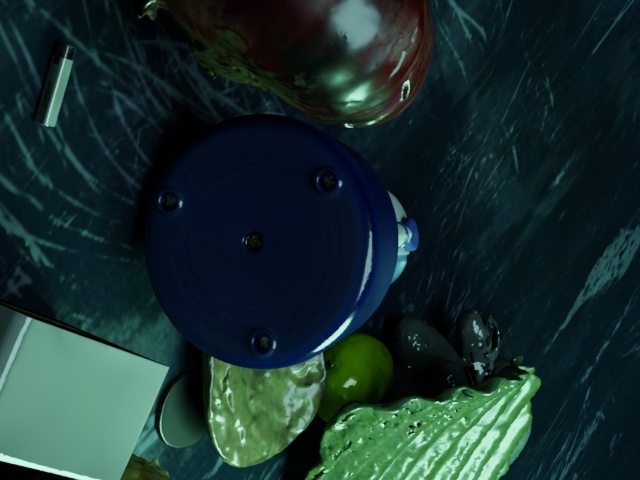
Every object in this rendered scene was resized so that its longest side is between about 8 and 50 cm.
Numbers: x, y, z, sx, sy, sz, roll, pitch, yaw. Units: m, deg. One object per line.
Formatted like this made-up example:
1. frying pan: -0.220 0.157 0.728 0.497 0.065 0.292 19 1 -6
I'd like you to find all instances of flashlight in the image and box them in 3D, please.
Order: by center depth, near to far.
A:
1. flashlight: -0.260 -0.153 1.775 0.018 0.018 0.083 12 95 -57

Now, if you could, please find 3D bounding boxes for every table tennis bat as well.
1. table tennis bat: -0.139 0.195 2.132 0.158 0.014 0.095 -5 107 -54

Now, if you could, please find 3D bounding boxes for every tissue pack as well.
1. tissue pack: -0.290 0.137 1.740 0.246 0.159 0.136 29 81 -58

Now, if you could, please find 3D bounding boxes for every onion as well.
1. onion: -0.021 -0.275 1.772 0.285 0.347 0.347 -54 146 -3

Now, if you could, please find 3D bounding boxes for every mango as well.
1. mango: 0.039 0.173 2.334 0.163 0.089 0.117 -31 122 -62

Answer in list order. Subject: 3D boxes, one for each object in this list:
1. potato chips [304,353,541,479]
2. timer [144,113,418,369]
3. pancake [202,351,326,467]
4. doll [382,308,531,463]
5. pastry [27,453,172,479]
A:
1. potato chips: 0.144 0.291 2.375 0.373 0.097 0.389 -17 142 -28
2. timer: 0.000 0.000 2.060 0.383 0.270 0.270 -1 106 -67
3. pancake: -0.078 0.158 2.162 0.242 0.050 0.242 -7 98 -53
4. doll: 0.204 0.227 2.533 0.340 0.158 0.246 43 65 -54
5. pastry: -0.238 0.313 1.845 0.256 0.237 0.170 -37 123 -42
